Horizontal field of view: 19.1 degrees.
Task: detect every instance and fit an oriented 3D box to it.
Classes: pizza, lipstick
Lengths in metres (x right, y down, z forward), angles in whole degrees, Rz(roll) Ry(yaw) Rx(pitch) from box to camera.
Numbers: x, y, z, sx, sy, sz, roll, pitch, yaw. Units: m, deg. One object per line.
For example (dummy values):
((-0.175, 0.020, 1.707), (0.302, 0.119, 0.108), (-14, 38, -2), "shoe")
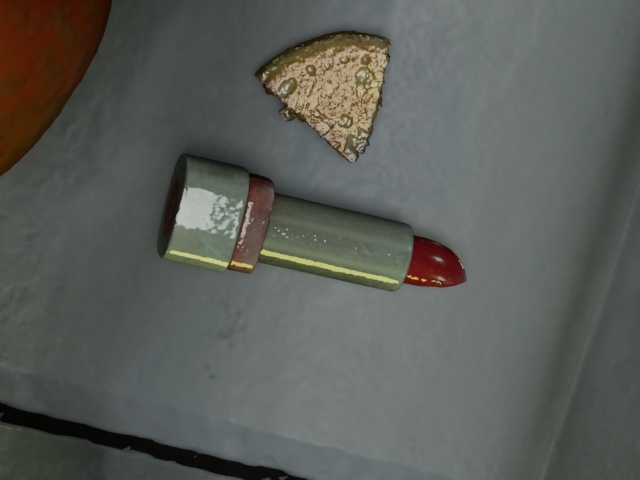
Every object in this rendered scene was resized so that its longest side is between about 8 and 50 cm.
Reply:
((0.007, -0.084, 1.134), (0.083, 0.025, 0.078), (-12, 97, 2), "pizza")
((0.000, 0.000, 1.136), (0.186, 0.057, 0.063), (14, 98, -14), "lipstick")

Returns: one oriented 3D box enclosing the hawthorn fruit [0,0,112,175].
((-0.246, -0.120, 0.989), (0.277, 0.277, 0.298), (6, 125, -8), "hawthorn fruit")
